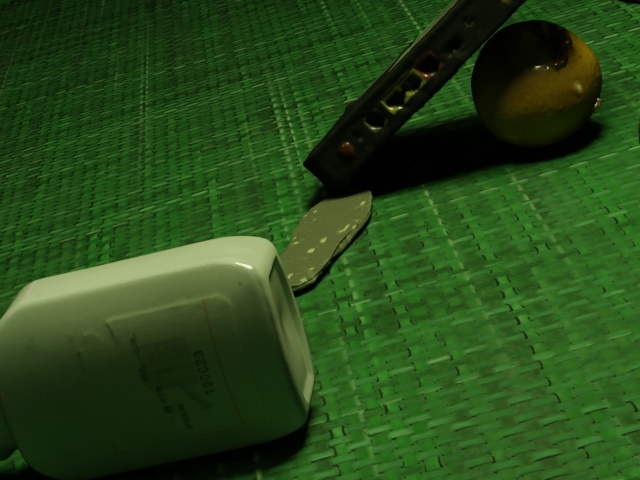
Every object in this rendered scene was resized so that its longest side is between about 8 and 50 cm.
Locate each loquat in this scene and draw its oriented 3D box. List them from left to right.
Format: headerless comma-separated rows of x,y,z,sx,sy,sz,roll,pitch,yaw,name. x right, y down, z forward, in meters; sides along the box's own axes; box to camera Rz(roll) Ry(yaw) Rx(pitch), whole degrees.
0.224,-0.160,1.835,0.141,0.141,0.141,-14,20,5,loquat

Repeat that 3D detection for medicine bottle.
-0.162,0.101,1.389,0.296,0.161,0.111,-15,18,10,medicine bottle

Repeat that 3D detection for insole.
0.000,0.000,1.754,0.081,0.011,0.248,-9,20,23,insole

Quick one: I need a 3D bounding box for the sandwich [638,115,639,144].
0.388,-0.084,1.598,0.186,0.065,0.215,-14,19,4,sandwich

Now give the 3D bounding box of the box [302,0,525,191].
0.128,-0.203,1.858,0.350,0.058,0.211,-44,3,25,box

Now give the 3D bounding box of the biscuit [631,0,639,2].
0.466,-0.353,2.310,0.176,0.031,0.228,-30,23,-31,biscuit
